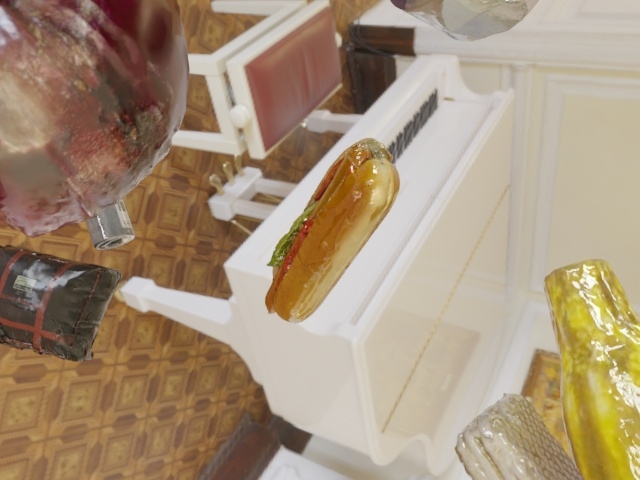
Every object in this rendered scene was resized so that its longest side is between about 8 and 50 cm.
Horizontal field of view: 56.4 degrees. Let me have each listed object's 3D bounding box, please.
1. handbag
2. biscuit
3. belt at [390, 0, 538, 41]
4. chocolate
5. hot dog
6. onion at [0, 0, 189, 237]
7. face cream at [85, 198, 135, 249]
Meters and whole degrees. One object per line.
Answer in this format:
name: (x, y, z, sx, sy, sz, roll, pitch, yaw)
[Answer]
handbag: (-0.466, 0.106, 1.007, 0.155, 0.216, 0.169, 43, 60, -80)
biscuit: (0.206, 0.250, 0.505, 0.062, 0.238, 0.108, -41, 161, 25)
belt: (0.205, -0.411, 0.863, 0.117, 0.347, 0.212, 21, 109, -21)
chocolate: (0.345, 0.232, 0.626, 0.162, 0.162, 0.445, 26, 49, -62)
hot dog: (0.000, 0.000, 0.606, 0.062, 0.092, 0.235, 15, 125, -26)
onion: (-0.257, -0.182, 0.573, 0.260, 0.336, 0.281, -34, 156, -16)
face cream: (-0.406, -0.124, 1.060, 0.073, 0.073, 0.283, -5, 72, -61)
